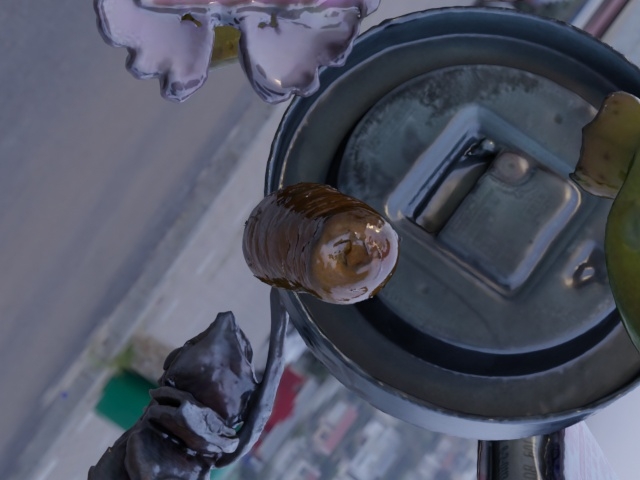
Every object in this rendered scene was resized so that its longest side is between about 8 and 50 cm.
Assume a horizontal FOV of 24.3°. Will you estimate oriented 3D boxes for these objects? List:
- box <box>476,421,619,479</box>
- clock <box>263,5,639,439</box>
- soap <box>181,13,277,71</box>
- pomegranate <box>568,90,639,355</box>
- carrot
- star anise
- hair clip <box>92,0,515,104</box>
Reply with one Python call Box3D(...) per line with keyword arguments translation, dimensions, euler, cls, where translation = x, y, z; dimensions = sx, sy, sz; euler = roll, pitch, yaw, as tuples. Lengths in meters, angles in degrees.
Box3D(translation=(0.281, 0.325, 1.625), dimensions=(0.112, 0.369, 0.190), euler=(-14, -134, 21), cls="box")
Box3D(translation=(0.117, -0.015, 1.046), dimensions=(0.319, 0.319, 0.066), euler=(-53, 170, -22), cls="clock")
Box3D(translation=(-0.102, -0.296, 1.395), dimensions=(0.143, 0.259, 0.281), euler=(-31, -165, -31), cls="soap")
Box3D(translation=(0.181, 0.002, 0.593), dimensions=(0.143, 0.122, 0.169), euler=(-54, -152, -9), cls="pomegranate")
Box3D(translation=(0.000, 0.000, 0.742), dimensions=(0.060, 0.060, 0.186), euler=(-53, -168, -7), cls="carrot")
Box3D(translation=(-0.095, 0.135, 1.107), dimensions=(0.231, 0.089, 0.209), euler=(-43, -166, 35), cls="star anise")
Box3D(translation=(0.014, -0.169, 0.904), dimensions=(0.069, 0.300, 0.173), euler=(-46, 136, -83), cls="hair clip")
